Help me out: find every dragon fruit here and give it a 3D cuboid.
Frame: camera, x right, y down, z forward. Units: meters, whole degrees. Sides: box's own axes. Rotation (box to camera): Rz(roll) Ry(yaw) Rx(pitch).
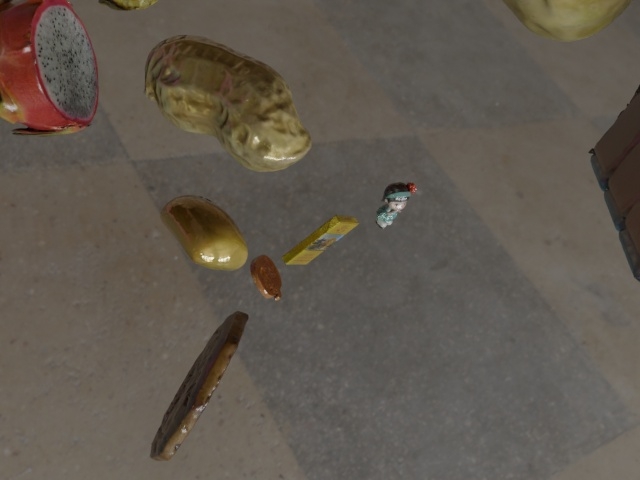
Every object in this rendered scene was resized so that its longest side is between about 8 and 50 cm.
[{"bbox_3d":[-0.620,-0.361,1.637,0.226,0.305,0.305,-5,43,9],"label":"dragon fruit"}]

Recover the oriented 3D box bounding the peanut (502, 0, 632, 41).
[{"bbox_3d":[0.170,-0.288,0.517,0.148,0.318,0.147,-11,32,7],"label":"peanut"}]

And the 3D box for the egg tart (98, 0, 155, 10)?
[{"bbox_3d":[-0.412,-0.635,1.657,0.295,0.294,0.116,44,19,12],"label":"egg tart"}]

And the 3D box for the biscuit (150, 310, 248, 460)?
[{"bbox_3d":[-0.255,0.301,1.642,0.046,0.359,0.359,31,40,-9],"label":"biscuit"}]

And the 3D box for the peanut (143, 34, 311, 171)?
[{"bbox_3d":[-0.137,-0.198,1.127,0.153,0.140,0.325,-19,44,-37],"label":"peanut"}]

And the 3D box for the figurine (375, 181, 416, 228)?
[{"bbox_3d":[0.141,-0.069,1.506,0.060,0.106,0.047,-6,53,-27],"label":"figurine"}]

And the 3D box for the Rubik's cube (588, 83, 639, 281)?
[{"bbox_3d":[0.360,-0.049,0.554,0.231,0.221,0.224,30,28,-5],"label":"Rubik's cube"}]

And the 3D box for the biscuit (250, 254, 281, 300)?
[{"bbox_3d":[-0.087,0.063,1.278,0.078,0.015,0.091,62,18,-5],"label":"biscuit"}]

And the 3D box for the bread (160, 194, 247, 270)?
[{"bbox_3d":[-0.237,-0.025,1.635,0.147,0.098,0.217,5,25,-43],"label":"bread"}]

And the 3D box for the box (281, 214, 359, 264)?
[{"bbox_3d":[0.000,0.000,1.629,0.087,0.155,0.023,7,49,-59],"label":"box"}]
